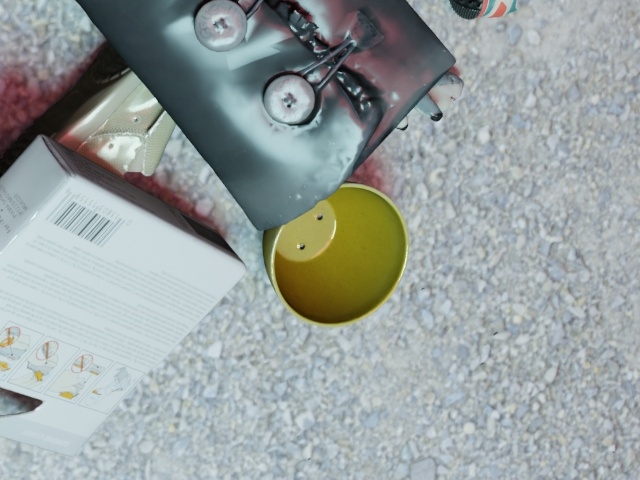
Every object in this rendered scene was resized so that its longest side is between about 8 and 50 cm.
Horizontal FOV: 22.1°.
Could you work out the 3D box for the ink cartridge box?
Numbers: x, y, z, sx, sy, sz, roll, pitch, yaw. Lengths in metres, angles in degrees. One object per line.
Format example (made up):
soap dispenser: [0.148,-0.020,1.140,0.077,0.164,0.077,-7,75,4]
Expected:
ink cartridge box: [-0.218,0.057,1.370,0.239,0.060,0.275,-46,149,8]

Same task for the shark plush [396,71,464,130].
shark plush: [0.057,-0.163,1.508,0.161,0.073,0.067,31,73,-9]

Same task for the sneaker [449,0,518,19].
sneaker: [0.166,-0.282,1.506,0.075,0.057,0.161,-4,108,-41]

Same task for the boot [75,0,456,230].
boot: [-0.165,-0.175,1.250,0.367,0.146,0.445,-38,118,11]

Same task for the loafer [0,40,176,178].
loafer: [-0.159,-0.111,1.390,0.268,0.102,0.092,-42,120,4]

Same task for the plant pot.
plant pot: [0.000,0.000,1.494,0.134,0.095,0.134,-8,111,-22]
